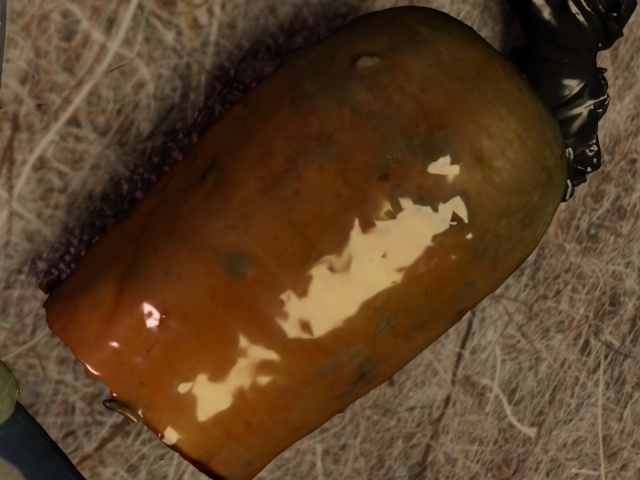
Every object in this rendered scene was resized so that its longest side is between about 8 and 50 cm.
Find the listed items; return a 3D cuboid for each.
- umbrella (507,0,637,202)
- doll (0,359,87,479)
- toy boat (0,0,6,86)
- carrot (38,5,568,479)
[{"bbox_3d":[0.193,-0.163,0.983,0.110,0.122,0.272,-7,130,-11],"label":"umbrella"},{"bbox_3d":[-0.273,0.216,0.813,0.258,0.154,0.228,-42,101,-21],"label":"doll"},{"bbox_3d":[-0.217,-0.064,0.644,0.078,0.127,0.283,-2,149,-27],"label":"toy boat"},{"bbox_3d":[0.000,0.000,0.853,0.340,0.224,0.224,-44,134,-4],"label":"carrot"}]
